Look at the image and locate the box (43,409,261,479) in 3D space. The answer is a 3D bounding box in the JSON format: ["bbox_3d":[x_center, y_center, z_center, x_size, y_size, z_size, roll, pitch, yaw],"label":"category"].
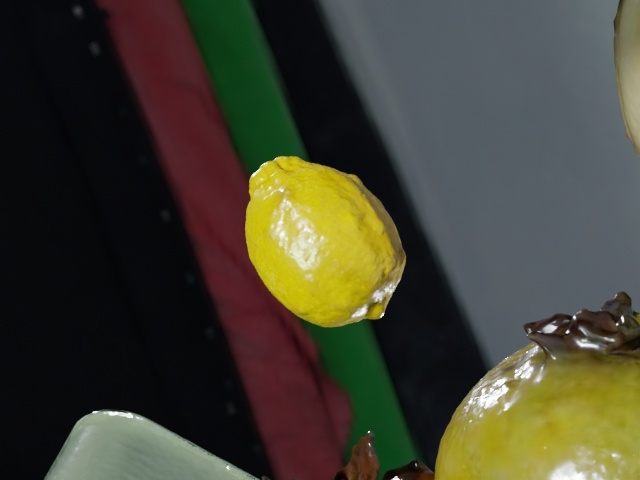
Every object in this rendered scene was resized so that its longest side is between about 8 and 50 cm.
[{"bbox_3d":[-0.168,0.319,1.034,0.177,0.352,0.344,28,-137,-4],"label":"box"}]

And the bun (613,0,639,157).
[{"bbox_3d":[0.380,-0.139,1.519,0.299,0.165,0.299,-3,-85,-33],"label":"bun"}]

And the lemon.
[{"bbox_3d":[0.000,0.000,1.526,0.155,0.114,0.114,50,-162,9],"label":"lemon"}]

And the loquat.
[{"bbox_3d":[0.180,0.142,1.145,0.244,0.244,0.244,52,-154,-39],"label":"loquat"}]

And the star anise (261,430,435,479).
[{"bbox_3d":[0.019,0.267,1.409,0.237,0.346,0.148,36,-160,-32],"label":"star anise"}]
